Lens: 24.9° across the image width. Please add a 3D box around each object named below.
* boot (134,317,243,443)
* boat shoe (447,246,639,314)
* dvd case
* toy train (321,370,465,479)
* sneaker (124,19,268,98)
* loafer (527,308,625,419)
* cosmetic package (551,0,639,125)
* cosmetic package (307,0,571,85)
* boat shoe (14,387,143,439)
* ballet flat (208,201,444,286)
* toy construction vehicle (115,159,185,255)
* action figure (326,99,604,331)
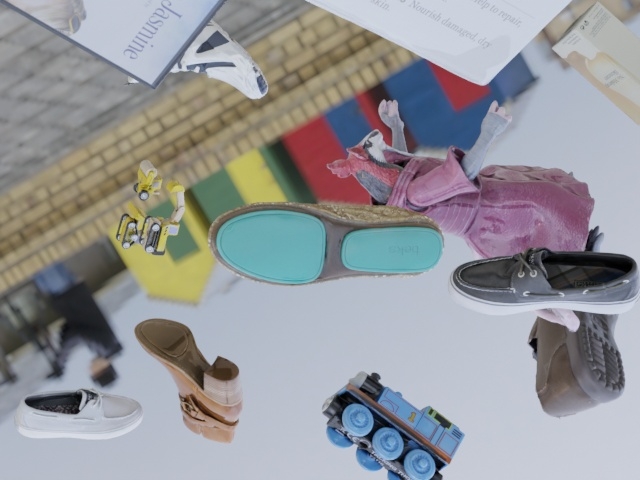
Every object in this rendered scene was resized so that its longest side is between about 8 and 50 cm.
[{"bbox_3d":[-0.200,0.213,2.153,0.073,0.197,0.152,-38,147,-36],"label":"boot"},{"bbox_3d":[0.265,0.041,1.716,0.229,0.076,0.080,5,-130,10],"label":"boat shoe"},{"bbox_3d":[-0.223,-0.264,1.396,0.180,0.253,0.022,-45,-155,38],"label":"dvd case"},{"bbox_3d":[0.090,0.242,1.843,0.105,0.184,0.080,-56,-176,-34],"label":"toy train"},{"bbox_3d":[-0.199,-0.251,2.051,0.153,0.235,0.094,-46,-170,6],"label":"sneaker"},{"bbox_3d":[0.353,0.123,2.122,0.130,0.134,0.366,-38,-162,26],"label":"loafer"},{"bbox_3d":[0.281,-0.165,1.363,0.041,0.115,0.060,-49,-179,-17],"label":"cosmetic package"},{"bbox_3d":[0.152,-0.452,1.577,0.327,0.329,0.393,20,126,-40],"label":"cosmetic package"},{"bbox_3d":[-0.338,0.237,2.047,0.184,0.066,0.063,4,134,-18],"label":"boat shoe"},{"bbox_3d":[0.000,0.000,1.196,0.206,0.073,0.067,5,-166,-22],"label":"ballet flat"},{"bbox_3d":[-0.174,-0.027,1.506,0.035,0.098,0.086,7,-161,-30],"label":"toy construction vehicle"},{"bbox_3d":[0.177,-0.048,1.945,0.370,0.275,0.248,10,180,-19],"label":"action figure"}]
